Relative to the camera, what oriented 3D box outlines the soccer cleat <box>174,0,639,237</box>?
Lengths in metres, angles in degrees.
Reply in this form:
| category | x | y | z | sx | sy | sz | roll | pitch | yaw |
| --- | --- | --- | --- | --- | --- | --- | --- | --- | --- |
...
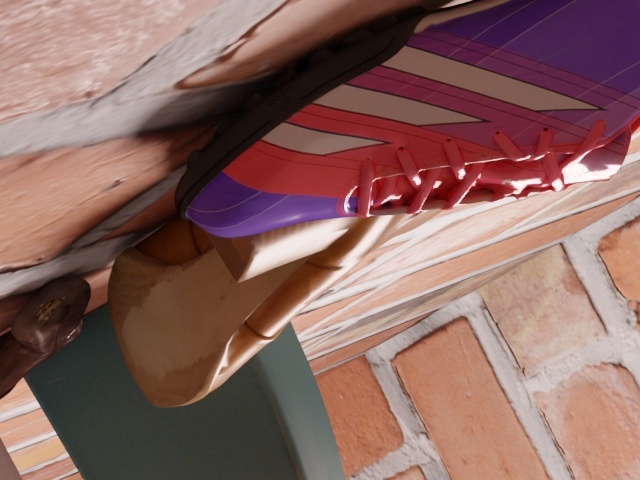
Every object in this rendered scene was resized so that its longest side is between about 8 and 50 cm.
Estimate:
| category | x | y | z | sx | sy | sz | roll | pitch | yaw |
| --- | --- | --- | --- | --- | --- | --- | --- | --- | --- |
| soccer cleat | 0.083 | -0.063 | 0.911 | 0.318 | 0.116 | 0.108 | -26 | 173 | -9 |

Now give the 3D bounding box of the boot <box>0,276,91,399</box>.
| category | x | y | z | sx | sy | sz | roll | pitch | yaw |
| --- | --- | --- | --- | --- | --- | --- | --- | --- | --- |
| boot | -0.190 | 0.065 | 1.144 | 0.106 | 0.037 | 0.114 | -39 | 179 | -15 |

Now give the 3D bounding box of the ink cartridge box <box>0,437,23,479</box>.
| category | x | y | z | sx | sy | sz | roll | pitch | yaw |
| --- | --- | --- | --- | --- | --- | --- | --- | --- | --- |
| ink cartridge box | -0.253 | 0.314 | 1.311 | 0.160 | 0.384 | 0.279 | -27 | 173 | -25 |

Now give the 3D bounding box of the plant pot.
| category | x | y | z | sx | sy | sz | roll | pitch | yaw |
| --- | --- | --- | --- | --- | --- | --- | --- | --- | --- |
| plant pot | -0.081 | 0.150 | 1.355 | 0.166 | 0.234 | 0.165 | -28 | 173 | 10 |

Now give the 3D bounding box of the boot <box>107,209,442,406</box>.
| category | x | y | z | sx | sy | sz | roll | pitch | yaw |
| --- | --- | --- | --- | --- | --- | --- | --- | --- | --- |
| boot | 0.000 | -0.001 | 1.105 | 0.211 | 0.104 | 0.295 | -23 | 168 | -29 |
